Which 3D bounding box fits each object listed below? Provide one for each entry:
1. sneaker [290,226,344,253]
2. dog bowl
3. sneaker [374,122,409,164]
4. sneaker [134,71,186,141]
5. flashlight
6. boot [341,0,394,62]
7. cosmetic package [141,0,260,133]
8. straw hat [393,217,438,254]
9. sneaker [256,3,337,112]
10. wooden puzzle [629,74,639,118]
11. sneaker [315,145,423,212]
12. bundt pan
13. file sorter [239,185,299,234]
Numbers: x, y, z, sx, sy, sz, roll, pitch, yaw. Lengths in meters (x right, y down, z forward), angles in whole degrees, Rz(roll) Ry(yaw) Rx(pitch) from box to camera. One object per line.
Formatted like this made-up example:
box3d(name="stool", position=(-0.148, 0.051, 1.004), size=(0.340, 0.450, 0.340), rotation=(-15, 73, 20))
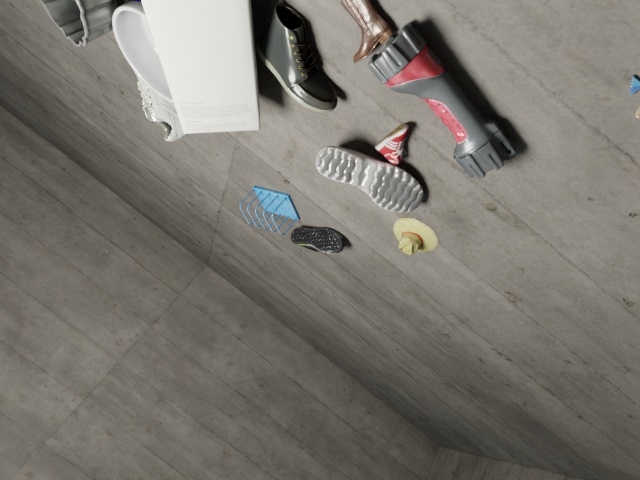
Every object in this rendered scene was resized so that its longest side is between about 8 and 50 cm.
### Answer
box3d(name="sneaker", position=(0.000, 0.000, 1.435), size=(0.235, 0.084, 0.097), rotation=(16, 170, 38))
box3d(name="dog bowl", position=(-0.408, -0.505, 1.066), size=(0.265, 0.104, 0.264), rotation=(28, 152, 16))
box3d(name="sneaker", position=(0.176, -0.213, 0.898), size=(0.067, 0.042, 0.118), rotation=(46, 160, -8))
box3d(name="sneaker", position=(-0.501, -0.443, 1.248), size=(0.111, 0.129, 0.297), rotation=(13, 143, 43))
box3d(name="flashlight", position=(0.220, -0.243, 0.740), size=(0.304, 0.103, 0.103), rotation=(45, 178, -17))
box3d(name="boot", position=(0.066, -0.401, 0.739), size=(0.114, 0.037, 0.106), rotation=(44, 141, -19))
box3d(name="cosmetic package", position=(-0.238, -0.415, 0.865), size=(0.197, 0.155, 0.365), rotation=(-4, 149, -8))
box3d(name="straw hat", position=(0.254, 0.007, 1.133), size=(0.145, 0.061, 0.144), rotation=(29, 152, 17))
box3d(name="sneaker", position=(-0.037, -0.377, 0.850), size=(0.222, 0.083, 0.118), rotation=(42, 152, -7))
box3d(name="wooden puzzle", position=(0.501, -0.197, 0.567), size=(0.117, 0.014, 0.078), rotation=(20, 148, 31))
box3d(name="sneaker", position=(0.128, -0.168, 0.990), size=(0.282, 0.115, 0.105), rotation=(27, 116, -8))
box3d(name="bundt pan", position=(-0.624, -0.671, 0.995), size=(0.331, 0.124, 0.330), rotation=(36, 147, 28))
box3d(name="file sorter", position=(-0.185, -0.105, 1.432), size=(0.171, 0.104, 0.118), rotation=(18, 147, 34))
